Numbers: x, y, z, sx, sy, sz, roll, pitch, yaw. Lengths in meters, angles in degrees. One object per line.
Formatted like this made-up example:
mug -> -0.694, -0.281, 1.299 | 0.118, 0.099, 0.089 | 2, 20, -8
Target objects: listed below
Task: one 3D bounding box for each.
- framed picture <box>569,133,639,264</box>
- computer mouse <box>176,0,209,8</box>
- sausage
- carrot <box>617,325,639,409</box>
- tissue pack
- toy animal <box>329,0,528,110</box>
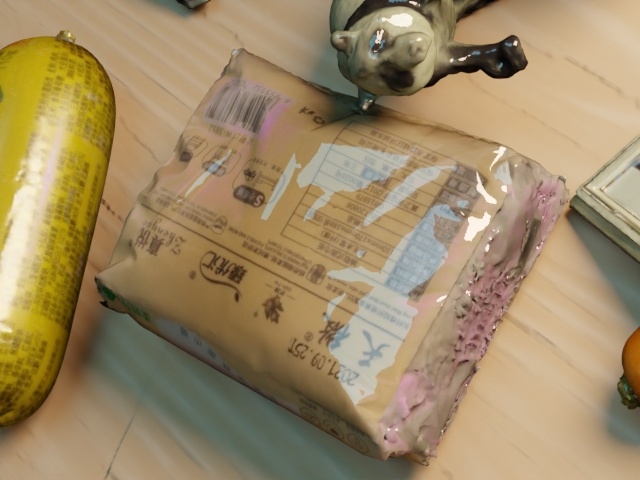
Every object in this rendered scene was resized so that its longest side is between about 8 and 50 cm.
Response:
framed picture -> 0.284, -0.042, 0.656 | 0.231, 0.018, 0.293 | -42, 30, 3
computer mouse -> -0.115, -0.250, 1.031 | 0.079, 0.047, 0.135 | -45, 65, 18
sausage -> -0.236, -0.013, 0.935 | 0.123, 0.123, 0.347 | -3, 66, 28
carrot -> 0.268, 0.040, 0.670 | 0.225, 0.067, 0.067 | -24, 58, 17
tissue pack -> 0.000, 0.000, 0.802 | 0.257, 0.123, 0.215 | 24, 81, 36
toy animal -> 0.061, -0.147, 0.796 | 0.121, 0.093, 0.225 | -19, 27, 12
